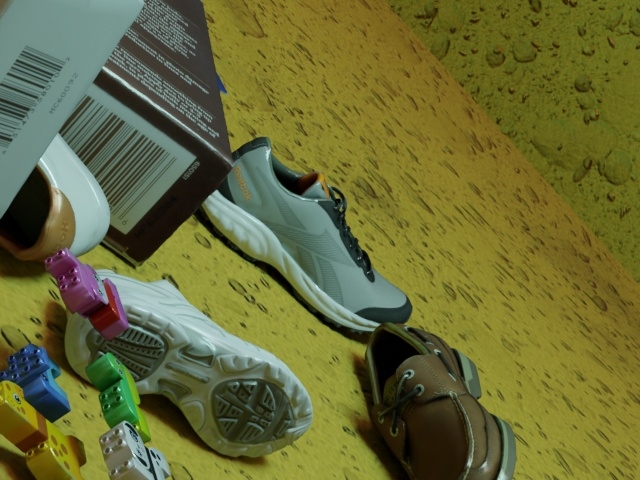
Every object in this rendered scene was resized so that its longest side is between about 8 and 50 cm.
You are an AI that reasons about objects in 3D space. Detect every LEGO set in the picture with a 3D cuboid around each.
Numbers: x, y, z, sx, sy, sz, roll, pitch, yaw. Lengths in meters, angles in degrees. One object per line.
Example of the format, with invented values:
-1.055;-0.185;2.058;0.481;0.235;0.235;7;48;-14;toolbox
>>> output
-0.171;0.097;1.058;0.093;0.087;0.227;50;9;-41;LEGO set

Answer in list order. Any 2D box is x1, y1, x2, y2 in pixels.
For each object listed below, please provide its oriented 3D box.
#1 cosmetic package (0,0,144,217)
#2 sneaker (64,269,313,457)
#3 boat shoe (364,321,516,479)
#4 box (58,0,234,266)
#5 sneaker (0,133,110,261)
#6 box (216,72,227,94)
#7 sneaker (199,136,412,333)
-0.327;-0.194;1.073;0.365;0.197;0.155;38;7;17;cosmetic package
-0.099;0.083;1.270;0.232;0.090;0.115;35;16;-31;sneaker
0.095;0.167;1.513;0.104;0.110;0.307;36;9;-15;boat shoe
-0.206;-0.161;1.512;0.191;0.143;0.381;36;20;-24;box
-0.279;-0.103;1.251;0.290;0.106;0.123;47;14;4;sneaker
-0.209;-0.235;1.850;0.225;0.036;0.136;26;25;-43;box
0.000;0.000;1.663;0.271;0.108;0.100;38;16;-24;sneaker
